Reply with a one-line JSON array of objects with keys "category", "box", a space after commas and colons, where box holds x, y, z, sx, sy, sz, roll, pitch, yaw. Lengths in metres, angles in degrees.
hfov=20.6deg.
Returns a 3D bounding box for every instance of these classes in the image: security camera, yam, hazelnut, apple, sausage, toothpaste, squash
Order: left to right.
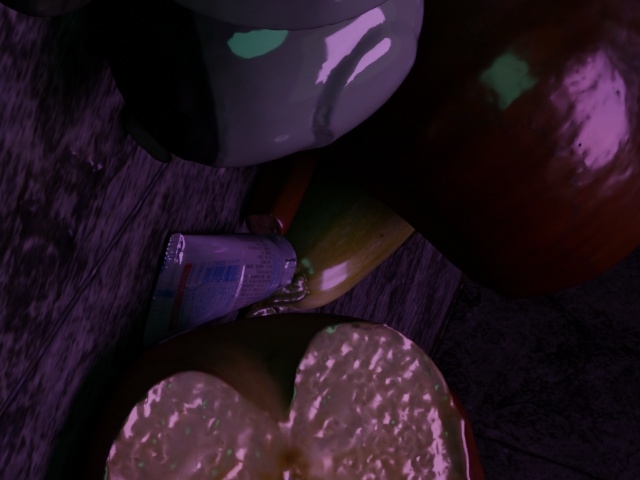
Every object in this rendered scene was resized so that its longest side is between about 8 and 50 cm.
[{"category": "yam", "box": [-0.093, -0.089, 1.121, 0.043, 0.043, 0.094, 97, 16, -51]}, {"category": "toothpaste", "box": [-0.081, 0.029, 1.414, 0.234, 0.057, 0.089, -16, 122, -71]}, {"category": "apple", "box": [-0.050, 0.183, 1.311, 0.163, 0.293, 0.251, 9, -68, 66]}, {"category": "security camera", "box": [-0.028, -0.152, 0.920, 0.191, 0.197, 0.277, -24, 156, -16]}, {"category": "sausage", "box": [-0.028, -0.060, 1.557, 0.131, 0.041, 0.039, -66, 148, -31]}, {"category": "squash", "box": [0.016, 0.005, 1.671, 0.287, 0.137, 0.137, -59, 165, -52]}, {"category": "hazelnut", "box": [0.162, -0.147, 1.549, 0.359, 0.359, 0.409, -69, 155, -13]}]

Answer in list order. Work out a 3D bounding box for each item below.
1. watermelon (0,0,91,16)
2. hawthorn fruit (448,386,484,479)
[{"category": "watermelon", "box": [-0.117, -0.146, 0.753, 0.111, 0.078, 0.078, 97, 15, -50]}, {"category": "hawthorn fruit", "box": [-0.011, 0.240, 1.549, 0.325, 0.308, 0.308, -39, -163, 44]}]
